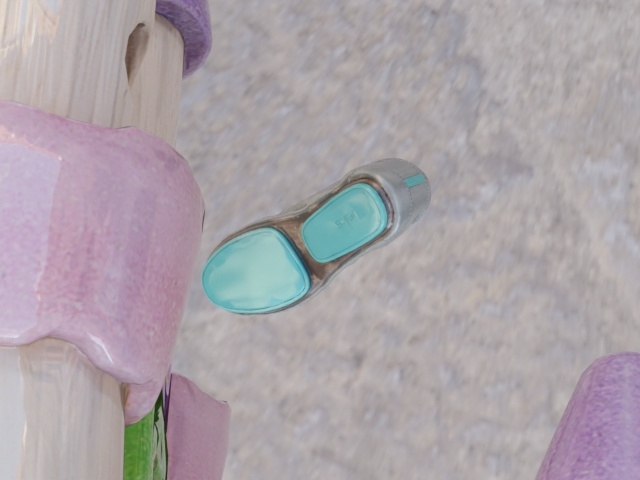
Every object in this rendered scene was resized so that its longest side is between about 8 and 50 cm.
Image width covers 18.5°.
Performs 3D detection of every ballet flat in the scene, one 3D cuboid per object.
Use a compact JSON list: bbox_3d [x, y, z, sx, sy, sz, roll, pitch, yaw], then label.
[{"bbox_3d":[0.000,0.000,1.441,0.213,0.068,0.072,-28,90,43],"label":"ballet flat"}]

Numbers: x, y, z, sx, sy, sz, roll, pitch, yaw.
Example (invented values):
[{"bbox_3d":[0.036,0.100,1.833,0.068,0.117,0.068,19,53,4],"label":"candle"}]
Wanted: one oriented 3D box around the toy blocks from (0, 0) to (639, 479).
[{"bbox_3d":[-0.040,0.028,0.455,0.309,0.260,0.288,3,153,-1],"label":"toy blocks"}]
